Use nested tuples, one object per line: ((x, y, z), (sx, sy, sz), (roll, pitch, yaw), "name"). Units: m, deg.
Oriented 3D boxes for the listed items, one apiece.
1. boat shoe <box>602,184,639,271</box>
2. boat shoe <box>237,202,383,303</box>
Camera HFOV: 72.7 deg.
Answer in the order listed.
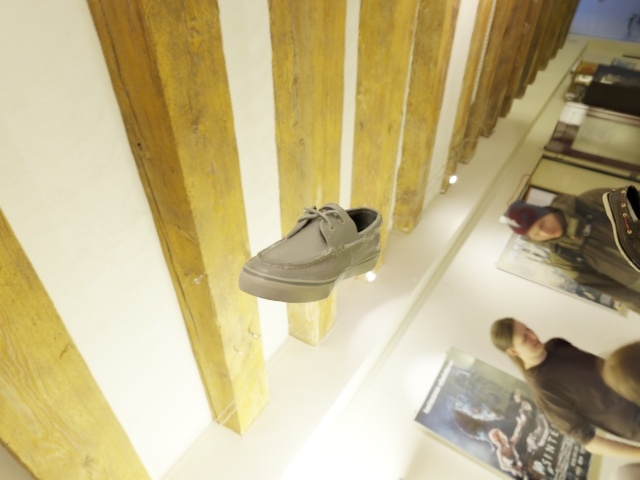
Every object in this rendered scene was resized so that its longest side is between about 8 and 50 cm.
((0.469, -0.019, 0.651), (0.048, 0.042, 0.133), (-1, -108, -25), "boat shoe")
((0.001, 0.000, 0.441), (0.227, 0.079, 0.081), (-16, -61, -59), "boat shoe")
